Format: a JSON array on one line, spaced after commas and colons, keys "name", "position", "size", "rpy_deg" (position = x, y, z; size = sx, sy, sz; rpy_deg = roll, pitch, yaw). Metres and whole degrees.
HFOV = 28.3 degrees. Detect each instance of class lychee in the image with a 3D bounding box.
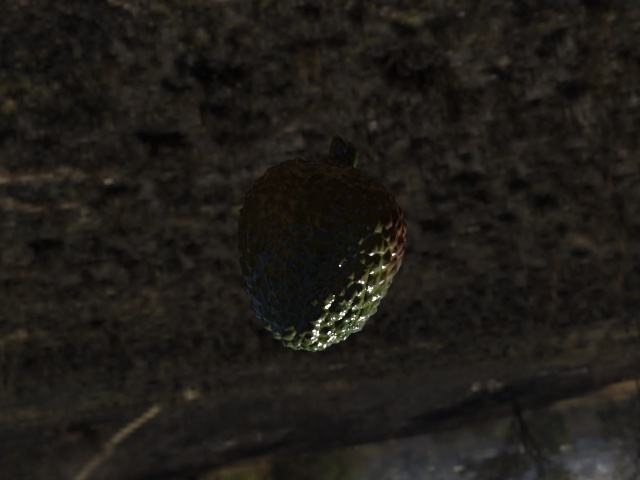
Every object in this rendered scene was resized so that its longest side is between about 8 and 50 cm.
[{"name": "lychee", "position": [0.000, 0.000, 0.827], "size": [0.114, 0.146, 0.114], "rpy_deg": [12, 168, 3]}]
